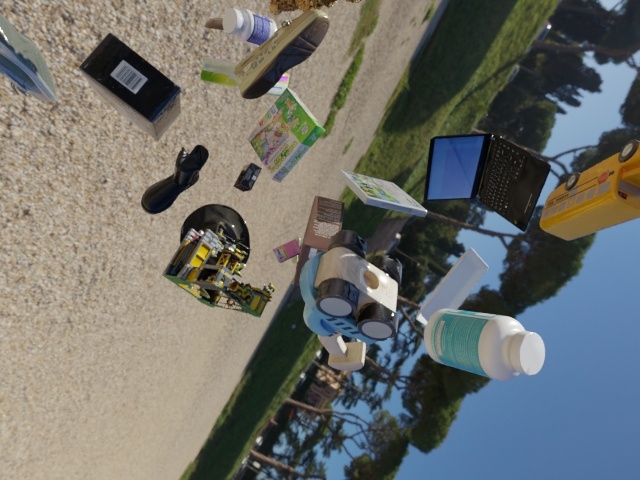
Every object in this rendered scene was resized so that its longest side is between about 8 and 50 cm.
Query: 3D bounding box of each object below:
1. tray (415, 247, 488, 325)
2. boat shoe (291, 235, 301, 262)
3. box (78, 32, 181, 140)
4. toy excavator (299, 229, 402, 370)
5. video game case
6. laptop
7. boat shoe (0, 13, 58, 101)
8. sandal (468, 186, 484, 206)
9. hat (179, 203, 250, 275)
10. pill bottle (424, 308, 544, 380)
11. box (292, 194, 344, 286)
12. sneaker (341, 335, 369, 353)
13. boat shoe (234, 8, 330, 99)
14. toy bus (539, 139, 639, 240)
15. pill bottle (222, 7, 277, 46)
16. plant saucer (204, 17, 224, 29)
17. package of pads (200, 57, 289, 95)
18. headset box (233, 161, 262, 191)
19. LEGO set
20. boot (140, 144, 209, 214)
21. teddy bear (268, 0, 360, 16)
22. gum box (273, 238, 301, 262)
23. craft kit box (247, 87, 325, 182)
[{"bbox_3d":[0.403,0.155,1.277,0.270,0.145,0.030,-52,-143,1],"label":"tray"},{"bbox_3d":[-0.112,0.045,2.013,0.042,0.048,0.133,-3,99,-53],"label":"boat shoe"},{"bbox_3d":[-0.708,-0.567,1.585,0.183,0.296,0.294,-55,-166,-9],"label":"box"},{"bbox_3d":[0.067,0.228,1.251,0.445,0.432,0.223,-34,-149,42],"label":"toy excavator"},{"bbox_3d":[0.262,-0.209,1.798,0.036,0.299,0.329,-69,-154,23],"label":"video game case"},{"bbox_3d":[0.422,-0.147,1.094,0.136,0.264,0.234,-30,143,-16],"label":"laptop"},{"bbox_3d":[-0.764,-0.444,1.012,0.103,0.118,0.320,-17,173,-7],"label":"boat shoe"},{"bbox_3d":[0.705,-0.203,1.828,0.090,0.060,0.219,-32,155,31],"label":"sandal"},{"bbox_3d":[-0.427,0.008,1.727,0.332,0.331,0.134,-59,-160,-12],"label":"hat"},{"bbox_3d":[0.389,0.249,0.996,0.146,0.146,0.264,-58,-157,-18],"label":"pill bottle"},{"bbox_3d":[0.000,0.000,1.613,0.382,0.143,0.191,-75,-179,-55],"label":"box"},{"bbox_3d":[0.132,0.323,1.758,0.202,0.483,0.185,-21,-148,4],"label":"sneaker"},{"bbox_3d":[-0.103,-0.449,0.970,0.285,0.089,0.104,-29,174,30],"label":"boat shoe"},{"bbox_3d":[0.663,-0.106,0.960,0.333,0.108,0.130,109,5,-77],"label":"toy bus"},{"bbox_3d":[-0.265,-0.796,1.543,0.186,0.112,0.112,-10,136,-50],"label":"pill bottle"},{"bbox_3d":[-0.417,-0.961,1.832,0.199,0.198,0.036,-54,153,-54],"label":"plant saucer"},{"bbox_3d":[-0.301,-0.668,1.685,0.229,0.296,0.101,-24,130,-57],"label":"package of pads"},{"bbox_3d":[-0.183,-0.156,1.024,0.083,0.032,0.062,9,-108,64],"label":"headset box"},{"bbox_3d":[-0.274,0.076,1.195,0.331,0.255,0.192,-4,-127,47],"label":"LEGO set"},{"bbox_3d":[-0.488,-0.207,1.375,0.246,0.094,0.207,-45,-175,-30],"label":"boot"},{"bbox_3d":[-0.001,-0.686,1.063,0.113,0.337,0.245,20,99,-55],"label":"teddy bear"},{"bbox_3d":[-0.142,0.048,1.794,0.107,0.062,0.188,-26,178,-4],"label":"gum box"},{"bbox_3d":[-0.132,-0.379,1.484,0.250,0.247,0.061,-46,148,20],"label":"craft kit box"}]
